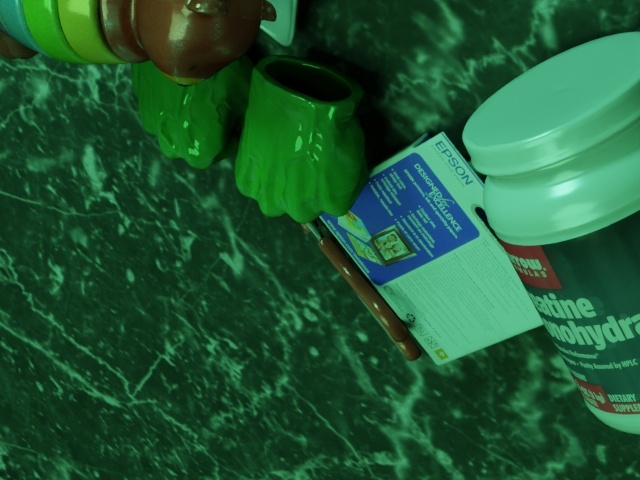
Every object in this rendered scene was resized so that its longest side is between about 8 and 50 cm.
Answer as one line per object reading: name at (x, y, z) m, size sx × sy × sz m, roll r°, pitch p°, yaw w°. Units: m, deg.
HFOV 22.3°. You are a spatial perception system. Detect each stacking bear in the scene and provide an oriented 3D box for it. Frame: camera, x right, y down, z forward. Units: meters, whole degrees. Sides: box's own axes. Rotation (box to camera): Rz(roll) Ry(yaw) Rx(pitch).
stacking bear at (-0.181, -0.217, 1.416) m, size 0.289 × 0.175 × 0.164 m, roll 17°, pitch 96°, yaw 28°

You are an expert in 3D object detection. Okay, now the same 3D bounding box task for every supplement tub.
supplement tub at (0.245, -0.004, 1.271) m, size 0.191 × 0.191 × 0.272 m, roll -11°, pitch 116°, yaw 45°

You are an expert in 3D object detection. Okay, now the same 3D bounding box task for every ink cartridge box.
ink cartridge box at (0.120, 0.005, 1.499) m, size 0.206 × 0.045 × 0.208 m, roll 52°, pitch 142°, yaw -9°

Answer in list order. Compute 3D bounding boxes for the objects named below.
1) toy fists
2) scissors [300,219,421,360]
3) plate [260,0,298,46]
toy fists at (-0.068, -0.117, 1.505) m, size 0.279 × 0.096 × 0.142 m, roll 29°, pitch 127°, yaw 29°
scissors at (0.000, 0.000, 1.607) m, size 0.297 × 0.021 × 0.109 m, roll 50°, pitch 180°, yaw 17°
plate at (-0.110, -0.313, 1.365) m, size 0.278 × 0.045 × 0.277 m, roll 38°, pitch 163°, yaw 8°
